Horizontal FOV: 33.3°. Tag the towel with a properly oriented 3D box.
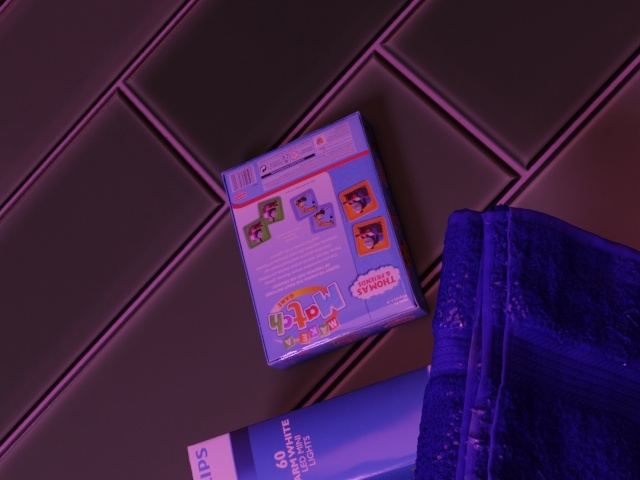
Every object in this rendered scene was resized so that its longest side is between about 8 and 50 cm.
[{"bbox_3d":[0.188,0.131,0.802,0.227,0.076,0.308,17,61,-11],"label":"towel"}]

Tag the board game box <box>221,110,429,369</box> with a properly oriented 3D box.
[{"bbox_3d":[0.000,0.000,1.048,0.160,0.039,0.211,-22,66,17],"label":"board game box"}]

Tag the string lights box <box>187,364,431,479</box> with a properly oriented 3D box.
[{"bbox_3d":[0.033,0.181,0.924,0.259,0.133,0.077,-21,69,17],"label":"string lights box"}]
